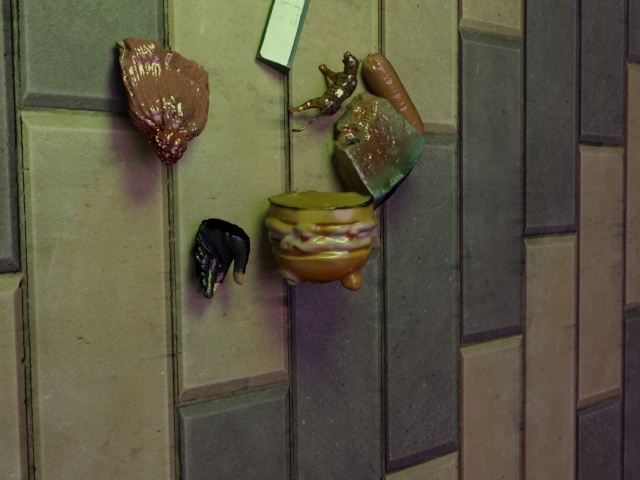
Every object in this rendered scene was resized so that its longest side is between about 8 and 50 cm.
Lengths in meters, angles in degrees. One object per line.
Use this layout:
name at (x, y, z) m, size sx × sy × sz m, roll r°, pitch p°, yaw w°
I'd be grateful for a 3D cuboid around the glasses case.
glasses case at (-0.077, -0.561, 1.861) m, size 0.105 × 0.056 × 0.266 m, roll 22°, pitch 78°, yaw -38°

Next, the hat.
hat at (-0.339, -0.293, 1.627) m, size 0.236 × 0.107 × 0.286 m, roll 10°, pitch 62°, yaw -38°

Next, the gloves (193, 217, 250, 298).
gloves at (-0.244, 0.049, 1.746) m, size 0.129 × 0.106 × 0.181 m, roll 6°, pitch 117°, yaw -38°

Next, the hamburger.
hamburger at (0.000, 0.000, 1.829) m, size 0.276 × 0.276 × 0.237 m, roll -12°, pitch 108°, yaw -38°

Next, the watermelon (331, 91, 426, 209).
watermelon at (0.156, -0.222, 2.004) m, size 0.264 × 0.151 × 0.302 m, roll -49°, pitch 120°, yaw -26°

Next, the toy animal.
toy animal at (0.017, -0.357, 1.909) m, size 0.114 × 0.116 × 0.255 m, roll 46°, pitch 66°, yaw -29°

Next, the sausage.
sausage at (0.205, -0.398, 2.078) m, size 0.086 × 0.086 × 0.289 m, roll -50°, pitch 120°, yaw -26°
